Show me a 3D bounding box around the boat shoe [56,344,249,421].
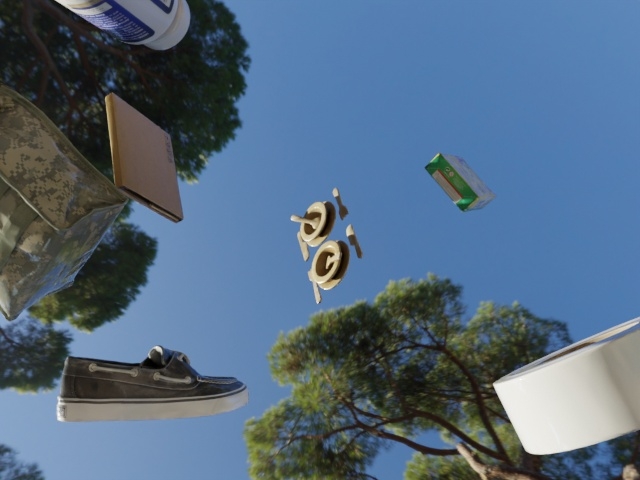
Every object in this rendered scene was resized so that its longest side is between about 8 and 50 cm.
[{"bbox_3d":[-0.237,0.212,0.844,0.301,0.108,0.102,10,-101,-38],"label":"boat shoe"}]

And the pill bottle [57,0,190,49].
[{"bbox_3d":[-0.237,-0.302,0.665,0.111,0.186,0.112,-1,-92,14],"label":"pill bottle"}]

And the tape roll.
[{"bbox_3d":[0.384,0.181,0.744,0.286,0.286,0.100,-21,-107,-6],"label":"tape roll"}]

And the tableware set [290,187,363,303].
[{"bbox_3d":[0.000,0.000,0.959,0.039,0.128,0.194,23,-149,-31],"label":"tableware set"}]

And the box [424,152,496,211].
[{"bbox_3d":[0.258,-0.105,1.003,0.043,0.179,0.105,-45,-106,26],"label":"box"}]

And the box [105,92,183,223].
[{"bbox_3d":[-0.316,-0.147,1.002,0.021,0.164,0.201,-23,-116,16],"label":"box"}]

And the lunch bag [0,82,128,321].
[{"bbox_3d":[-0.478,-0.068,0.834,0.287,0.169,0.235,45,-60,0],"label":"lunch bag"}]
